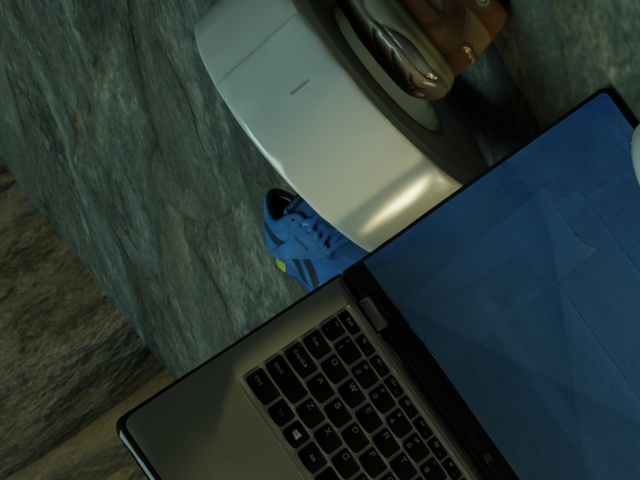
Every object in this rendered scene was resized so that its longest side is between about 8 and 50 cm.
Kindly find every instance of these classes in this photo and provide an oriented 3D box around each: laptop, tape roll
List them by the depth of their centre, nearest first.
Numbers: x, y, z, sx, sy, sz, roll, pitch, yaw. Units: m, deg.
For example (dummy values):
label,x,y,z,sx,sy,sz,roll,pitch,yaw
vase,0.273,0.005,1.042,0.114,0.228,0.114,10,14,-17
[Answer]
label,x,y,z,sx,sy,sz,roll,pitch,yaw
laptop,0.142,0.161,1.335,0.382,0.408,0.236,55,139,4
tape roll,0.022,-0.119,1.555,0.286,0.100,0.286,45,-162,-19

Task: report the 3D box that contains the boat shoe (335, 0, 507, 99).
label,x,y,z,sx,sy,sz,roll,pitch,yaw
boat shoe,0.029,-0.269,1.465,0.324,0.116,0.123,52,177,-7

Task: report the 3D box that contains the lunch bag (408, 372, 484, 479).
label,x,y,z,sx,sy,sz,roll,pitch,yaw
lunch bag,0.189,0.173,1.560,0.235,0.287,0.169,59,165,2

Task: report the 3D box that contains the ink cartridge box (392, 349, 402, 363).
label,x,y,z,sx,sy,sz,roll,pitch,yaw
ink cartridge box,0.116,0.047,1.812,0.201,0.117,0.278,30,148,56

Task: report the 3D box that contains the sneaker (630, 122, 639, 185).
label,x,y,z,sx,sy,sz,roll,pitch,yaw
sneaker,0.302,0.010,1.309,0.235,0.090,0.095,62,176,-8

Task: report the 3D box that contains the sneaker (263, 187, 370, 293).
label,x,y,z,sx,sy,sz,roll,pitch,yaw
sneaker,0.000,0.000,1.733,0.209,0.069,0.082,28,141,59
